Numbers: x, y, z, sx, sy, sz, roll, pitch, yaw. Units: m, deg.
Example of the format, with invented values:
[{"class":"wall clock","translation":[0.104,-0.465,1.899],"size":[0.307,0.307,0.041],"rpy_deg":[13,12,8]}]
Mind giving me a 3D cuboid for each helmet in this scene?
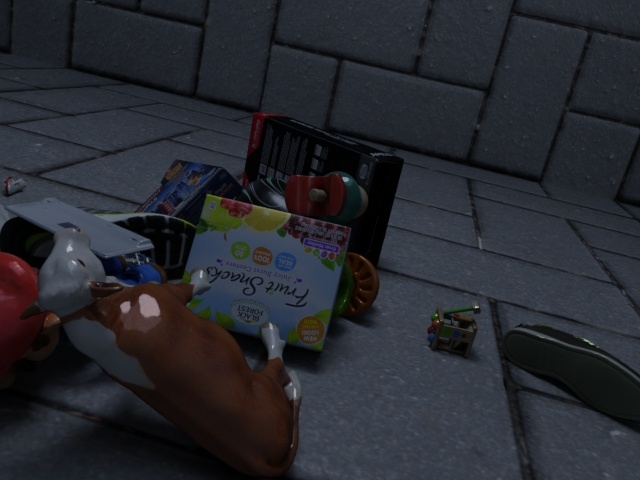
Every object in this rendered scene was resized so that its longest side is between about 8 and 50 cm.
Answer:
[{"class":"helmet","translation":[-0.087,-0.038,1.109],"size":[0.169,0.169,0.161],"rpy_deg":[-8,33,-46]}]

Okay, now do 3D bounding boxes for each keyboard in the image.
[{"class":"keyboard","translation":[-0.329,-0.020,0.806],"size":[0.256,0.014,0.072],"rpy_deg":[19,27,36]}]

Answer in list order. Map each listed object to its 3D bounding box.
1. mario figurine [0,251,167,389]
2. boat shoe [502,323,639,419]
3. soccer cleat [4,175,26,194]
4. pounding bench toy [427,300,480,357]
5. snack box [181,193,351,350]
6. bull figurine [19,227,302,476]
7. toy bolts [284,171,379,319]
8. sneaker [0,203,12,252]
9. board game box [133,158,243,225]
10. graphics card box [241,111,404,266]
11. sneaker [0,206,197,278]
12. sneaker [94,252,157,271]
[{"class":"mario figurine","translation":[-0.312,0.099,0.683],"size":[0.198,0.170,0.320],"rpy_deg":[-20,-1,17]},{"class":"boat shoe","translation":[0.385,0.182,0.886],"size":[0.069,0.081,0.228],"rpy_deg":[-11,27,-43]},{"class":"soccer cleat","translation":[-0.601,-0.110,1.185],"size":[0.036,0.029,0.083],"rpy_deg":[1,16,-19]},{"class":"pounding bench toy","translation":[0.205,0.127,0.929],"size":[0.065,0.083,0.052],"rpy_deg":[14,19,1]},{"class":"snack box","translation":[-0.077,0.047,0.832],"size":[0.207,0.174,0.070],"rpy_deg":[14,-12,4]},{"class":"bull figurine","translation":[-0.141,0.106,0.605],"size":[0.310,0.101,0.188],"rpy_deg":[45,19,-5]},{"class":"toy bolts","translation":[0.000,0.000,0.986],"size":[0.218,0.228,0.158],"rpy_deg":[8,3,30]},{"class":"sneaker","translation":[-0.505,-0.053,0.862],"size":[0.108,0.169,0.292],"rpy_deg":[4,19,-18]},{"class":"board game box","translation":[-0.261,-0.075,1.121],"size":[0.060,0.194,0.194],"rpy_deg":[48,-5,-34]},{"class":"graphics card box","translation":[-0.015,-0.113,1.257],"size":[0.094,0.232,0.371],"rpy_deg":[-6,25,-44]},{"class":"sneaker","translation":[-0.333,-0.011,0.953],"size":[0.300,0.111,0.121],"rpy_deg":[7,16,-22]},{"class":"sneaker","translation":[-0.298,0.046,0.890],"size":[0.135,0.058,0.052],"rpy_deg":[28,37,-28]}]
